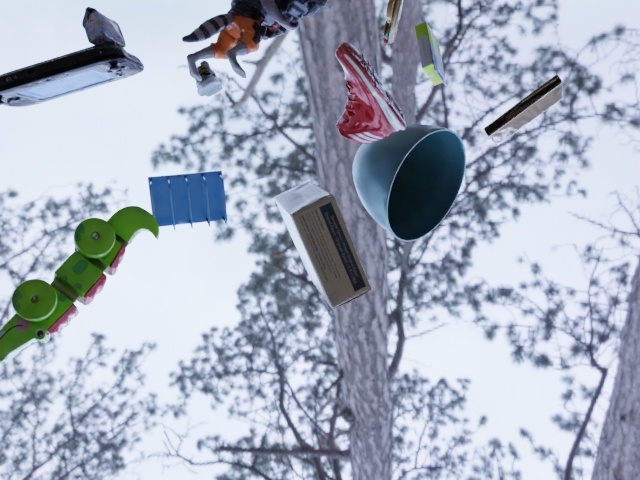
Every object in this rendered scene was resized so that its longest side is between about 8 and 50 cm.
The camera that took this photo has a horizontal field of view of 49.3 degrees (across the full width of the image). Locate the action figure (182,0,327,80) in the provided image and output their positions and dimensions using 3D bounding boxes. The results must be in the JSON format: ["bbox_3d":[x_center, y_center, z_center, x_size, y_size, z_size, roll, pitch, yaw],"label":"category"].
[{"bbox_3d":[-0.137,-0.511,1.541,0.341,0.179,0.330,0,-125,59],"label":"action figure"}]

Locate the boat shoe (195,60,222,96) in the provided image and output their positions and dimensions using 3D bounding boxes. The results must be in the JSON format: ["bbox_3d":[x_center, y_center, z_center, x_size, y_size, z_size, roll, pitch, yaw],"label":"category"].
[{"bbox_3d":[-0.304,-0.423,1.812,0.065,0.083,0.183,-32,-172,1],"label":"boat shoe"}]

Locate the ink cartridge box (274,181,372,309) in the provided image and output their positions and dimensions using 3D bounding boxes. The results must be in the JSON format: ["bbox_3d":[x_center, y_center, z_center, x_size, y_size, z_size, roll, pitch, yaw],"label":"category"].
[{"bbox_3d":[0.000,0.000,1.325,0.088,0.193,0.235,-26,-164,-6],"label":"ink cartridge box"}]

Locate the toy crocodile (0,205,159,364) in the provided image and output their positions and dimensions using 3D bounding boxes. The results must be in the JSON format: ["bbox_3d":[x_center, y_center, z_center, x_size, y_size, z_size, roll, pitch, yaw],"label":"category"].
[{"bbox_3d":[-0.403,0.069,1.145,0.105,0.115,0.340,40,-114,-4],"label":"toy crocodile"}]

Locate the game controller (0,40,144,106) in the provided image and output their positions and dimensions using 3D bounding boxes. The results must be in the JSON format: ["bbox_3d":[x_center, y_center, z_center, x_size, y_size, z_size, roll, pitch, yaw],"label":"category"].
[{"bbox_3d":[-0.535,-0.337,1.459,0.320,0.166,0.067,-13,-97,10],"label":"game controller"}]

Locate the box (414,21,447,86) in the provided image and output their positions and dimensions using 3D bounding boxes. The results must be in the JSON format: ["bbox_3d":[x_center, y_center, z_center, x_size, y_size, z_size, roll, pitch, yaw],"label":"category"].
[{"bbox_3d":[0.334,-0.554,2.104,0.043,0.109,0.178,-17,-116,25],"label":"box"}]

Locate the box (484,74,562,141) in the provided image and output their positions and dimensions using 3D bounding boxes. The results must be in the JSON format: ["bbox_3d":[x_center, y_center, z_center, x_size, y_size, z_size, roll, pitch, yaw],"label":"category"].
[{"bbox_3d":[0.404,-0.252,1.381,0.164,0.021,0.201,-37,171,17],"label":"box"}]

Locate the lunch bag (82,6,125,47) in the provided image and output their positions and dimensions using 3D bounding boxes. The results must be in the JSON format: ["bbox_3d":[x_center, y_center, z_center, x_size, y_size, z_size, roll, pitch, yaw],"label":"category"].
[{"bbox_3d":[-0.452,-0.436,1.445,0.053,0.071,0.083,-27,-109,18],"label":"lunch bag"}]

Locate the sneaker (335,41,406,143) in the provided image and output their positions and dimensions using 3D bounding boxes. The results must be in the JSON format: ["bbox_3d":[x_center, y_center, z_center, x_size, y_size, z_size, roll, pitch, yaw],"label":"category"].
[{"bbox_3d":[0.064,-0.270,1.362,0.128,0.221,0.087,-28,-148,21],"label":"sneaker"}]

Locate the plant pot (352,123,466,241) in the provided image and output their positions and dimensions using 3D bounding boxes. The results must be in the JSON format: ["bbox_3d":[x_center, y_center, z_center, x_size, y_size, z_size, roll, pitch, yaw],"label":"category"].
[{"bbox_3d":[0.195,-0.169,1.742,0.290,0.290,0.195,-35,-134,-27],"label":"plant pot"}]

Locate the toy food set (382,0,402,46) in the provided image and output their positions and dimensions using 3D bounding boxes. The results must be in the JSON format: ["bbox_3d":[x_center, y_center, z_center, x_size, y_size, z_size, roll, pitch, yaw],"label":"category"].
[{"bbox_3d":[0.114,-0.352,1.109,0.020,0.082,0.083,12,-143,4],"label":"toy food set"}]

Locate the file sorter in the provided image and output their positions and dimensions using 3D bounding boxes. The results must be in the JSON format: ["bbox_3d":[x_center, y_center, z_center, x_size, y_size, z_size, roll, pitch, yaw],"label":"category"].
[{"bbox_3d":[-0.300,-0.087,1.591,0.171,0.118,0.104,-7,-164,-12],"label":"file sorter"}]
